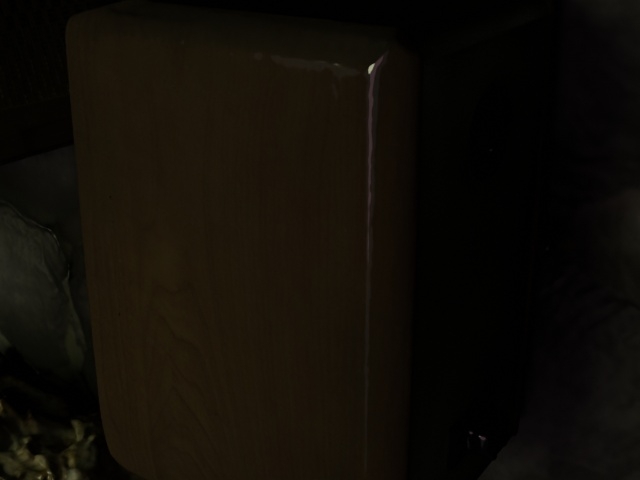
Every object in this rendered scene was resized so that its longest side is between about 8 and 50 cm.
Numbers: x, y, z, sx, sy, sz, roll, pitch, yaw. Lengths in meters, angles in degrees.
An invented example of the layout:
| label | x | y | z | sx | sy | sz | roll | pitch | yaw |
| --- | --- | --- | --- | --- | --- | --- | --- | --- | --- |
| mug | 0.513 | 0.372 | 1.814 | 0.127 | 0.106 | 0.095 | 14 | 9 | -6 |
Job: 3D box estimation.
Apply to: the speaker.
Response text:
| label | x | y | z | sx | sy | sz | roll | pitch | yaw |
| --- | --- | --- | --- | --- | --- | --- | --- | --- | --- |
| speaker | 0.000 | 0.000 | 0.438 | 0.192 | 0.153 | 0.231 | 14 | 117 | 31 |

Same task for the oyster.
| label | x | y | z | sx | sy | sz | roll | pitch | yaw |
| --- | --- | --- | --- | --- | --- | --- | --- | --- | --- |
| oyster | -0.162 | 0.205 | 0.692 | 0.396 | 0.111 | 0.204 | 25 | 140 | 24 |

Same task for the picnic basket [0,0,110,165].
| label | x | y | z | sx | sy | sz | roll | pitch | yaw |
| --- | --- | --- | --- | --- | --- | --- | --- | --- | --- |
| picnic basket | -0.257 | -0.109 | 0.568 | 0.266 | 0.165 | 0.139 | -4 | 105 | 36 |
